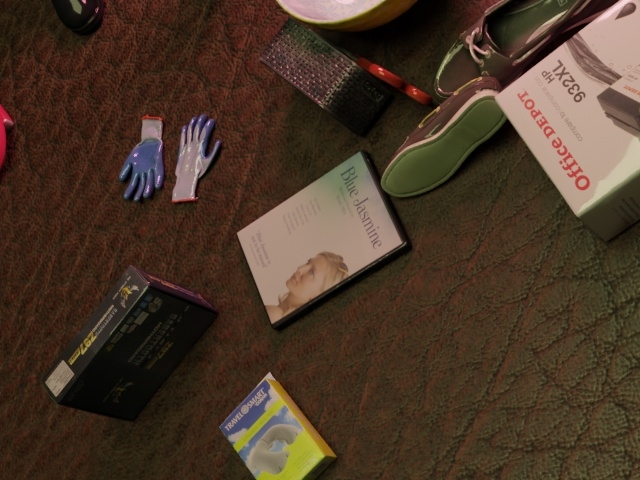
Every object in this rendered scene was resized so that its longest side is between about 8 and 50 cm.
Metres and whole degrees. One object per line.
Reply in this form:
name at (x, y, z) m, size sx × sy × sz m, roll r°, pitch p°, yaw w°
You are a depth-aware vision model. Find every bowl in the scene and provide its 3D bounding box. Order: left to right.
bowl at (0.076, -0.432, 1.815) m, size 0.290 × 0.156 × 0.289 m, roll -10°, pitch 69°, yaw 28°

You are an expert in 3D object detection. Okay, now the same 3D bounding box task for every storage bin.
storage bin at (0.007, -0.250, 1.816) m, size 0.180 × 0.122 × 0.084 m, roll 40°, pitch 96°, yaw 34°

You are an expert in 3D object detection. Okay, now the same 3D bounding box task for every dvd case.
dvd case at (0.000, 0.000, 1.800) m, size 0.253 × 0.022 × 0.180 m, roll -33°, pitch 60°, yaw 18°

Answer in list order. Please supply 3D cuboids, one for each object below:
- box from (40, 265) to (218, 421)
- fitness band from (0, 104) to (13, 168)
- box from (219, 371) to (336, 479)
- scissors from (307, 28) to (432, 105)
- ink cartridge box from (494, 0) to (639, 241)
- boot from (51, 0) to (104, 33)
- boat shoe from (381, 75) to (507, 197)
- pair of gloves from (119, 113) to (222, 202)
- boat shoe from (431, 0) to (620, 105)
box at (-0.290, 0.163, 1.821) m, size 0.232 × 0.183 × 0.059 m, roll -50°, pitch 57°, yaw 6°
fitness band at (-0.691, -0.193, 2.256) m, size 0.209 × 0.054 × 0.291 m, roll -51°, pitch 56°, yaw 10°
box at (-0.069, 0.287, 1.735) m, size 0.109 × 0.042 × 0.178 m, roll -47°, pitch 58°, yaw 9°
scissors at (0.073, -0.268, 1.834) m, size 0.021 × 0.109 × 0.297 m, roll -62°, pitch 32°, yaw 8°
ink cartridge box at (0.419, -0.182, 1.546) m, size 0.307 × 0.129 × 0.223 m, roll -38°, pitch 59°, yaw 16°
boot at (-0.512, -0.506, 2.155) m, size 0.094 × 0.207 × 0.246 m, roll -34°, pitch 61°, yaw 17°
boat shoe at (0.177, -0.148, 1.712) m, size 0.228 × 0.081 × 0.068 m, roll -38°, pitch 30°, yaw 28°
pair of gloves at (-0.254, -0.138, 1.994) m, size 0.198 × 0.023 × 0.159 m, roll 3°, pitch 76°, yaw 32°
boat shoe at (0.286, -0.312, 1.687) m, size 0.335 × 0.095 × 0.112 m, roll -33°, pitch 60°, yaw 17°
